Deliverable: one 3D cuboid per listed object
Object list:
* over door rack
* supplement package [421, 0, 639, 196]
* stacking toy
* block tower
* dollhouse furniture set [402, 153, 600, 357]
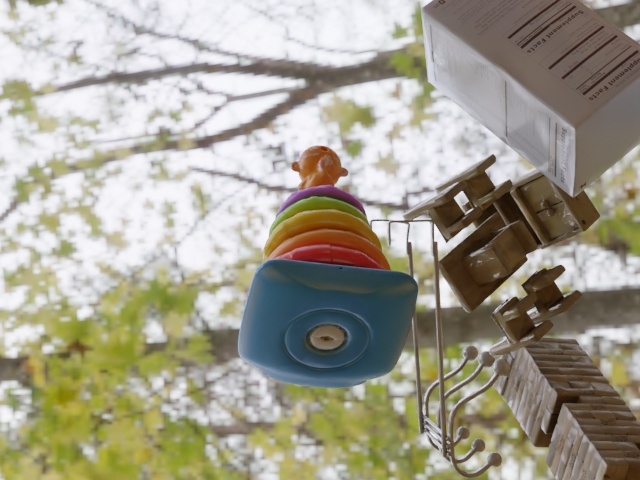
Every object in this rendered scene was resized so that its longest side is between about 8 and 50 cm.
[{"bbox_3d":[0.156,0.118,1.817,0.239,0.108,0.324,177,78,-86],"label":"over door rack"},{"bbox_3d":[0.247,-0.191,1.636,0.134,0.244,0.139,-38,-29,-16],"label":"supplement package"},{"bbox_3d":[0.000,0.000,1.588,0.302,0.175,0.166,-94,13,-46],"label":"stacking toy"},{"bbox_3d":[0.318,0.228,1.766,0.097,0.335,0.091,5,-65,-18],"label":"block tower"},{"bbox_3d":[0.220,0.009,1.851,0.242,0.161,0.212,-37,-84,-42],"label":"dollhouse furniture set"}]
